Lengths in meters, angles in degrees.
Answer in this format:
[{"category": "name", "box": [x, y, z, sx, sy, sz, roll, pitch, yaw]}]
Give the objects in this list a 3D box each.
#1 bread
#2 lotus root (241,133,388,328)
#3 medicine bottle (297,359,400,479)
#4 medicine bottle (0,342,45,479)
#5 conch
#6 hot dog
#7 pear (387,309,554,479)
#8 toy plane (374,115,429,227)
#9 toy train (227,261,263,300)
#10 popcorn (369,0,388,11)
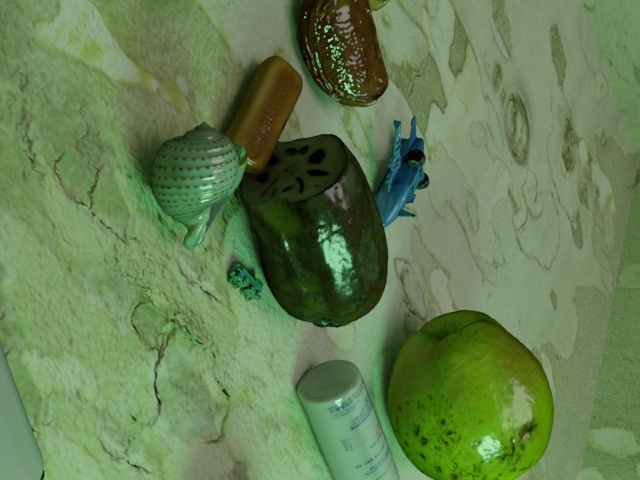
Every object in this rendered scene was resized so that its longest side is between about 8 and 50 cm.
[{"category": "bread", "box": [-0.108, -0.219, 1.882, 0.092, 0.074, 0.239, 43, 52, -28]}, {"category": "lotus root", "box": [0.000, 0.000, 1.917, 0.250, 0.250, 0.346, -53, 137, -46]}, {"category": "medicine bottle", "box": [0.067, 0.404, 2.097, 0.130, 0.130, 0.341, -54, 132, -45]}, {"category": "medicine bottle", "box": [-0.457, 0.137, 1.161, 0.213, 0.213, 0.379, -41, 124, -52]}, {"category": "conch", "box": [-0.204, -0.096, 1.671, 0.200, 0.131, 0.172, -59, -177, 22]}, {"category": "hot dog", "box": [0.049, -0.397, 2.108, 0.196, 0.122, 0.272, -56, 138, -41]}, {"category": "pear", "box": [0.322, 0.337, 2.316, 0.391, 0.391, 0.391, 3, 86, -59]}, {"category": "toy plane", "box": [0.179, -0.134, 2.336, 0.254, 0.105, 0.271, 72, 28, -52]}, {"category": "toy train", "box": [-0.131, 0.072, 1.880, 0.092, 0.029, 0.045, 50, 40, -44]}, {"category": "popcorn", "box": [0.102, -0.526, 2.236, 0.109, 0.089, 0.097, 42, 65, -54]}]
